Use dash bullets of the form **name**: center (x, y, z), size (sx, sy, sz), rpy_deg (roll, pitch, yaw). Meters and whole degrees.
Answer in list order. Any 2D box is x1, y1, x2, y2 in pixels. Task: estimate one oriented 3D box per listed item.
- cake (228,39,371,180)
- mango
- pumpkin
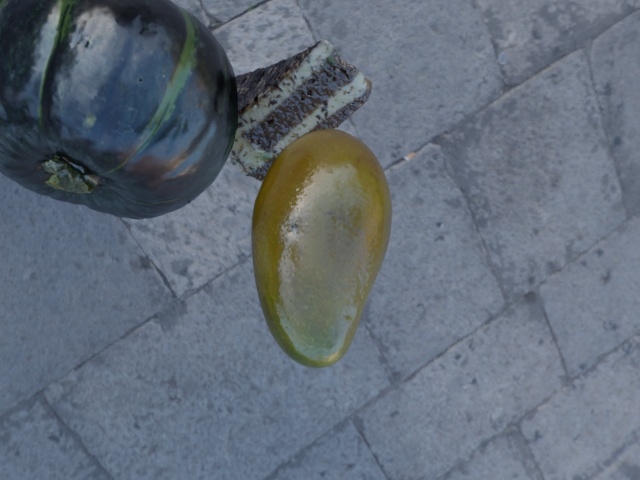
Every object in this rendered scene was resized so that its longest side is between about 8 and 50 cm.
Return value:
- **cake**: center (-0.049, -0.162, 0.856), size (0.112, 0.246, 0.135), rpy_deg (33, 74, -31)
- **mango**: center (0.000, 0.000, 0.578), size (0.136, 0.099, 0.228), rpy_deg (21, 66, -30)
- **pumpkin**: center (-0.258, -0.166, 0.759), size (0.323, 0.323, 0.241), rpy_deg (19, 73, -27)
